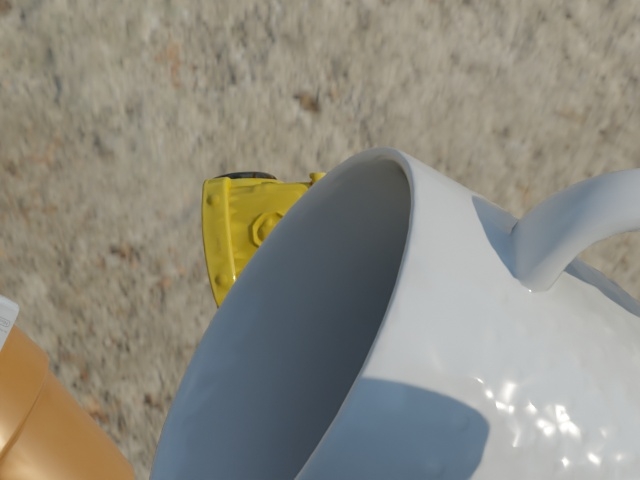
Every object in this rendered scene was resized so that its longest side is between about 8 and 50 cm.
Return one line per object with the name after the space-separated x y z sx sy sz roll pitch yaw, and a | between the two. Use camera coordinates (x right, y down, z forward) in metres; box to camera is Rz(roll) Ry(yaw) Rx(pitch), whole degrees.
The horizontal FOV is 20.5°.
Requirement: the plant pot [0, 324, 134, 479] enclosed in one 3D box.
-0.322 0.249 1.753 0.203 0.291 0.291 38 70 -14 | plant pot

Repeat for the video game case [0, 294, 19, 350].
-0.404 0.157 1.520 0.036 0.329 0.300 30 80 -36 | video game case

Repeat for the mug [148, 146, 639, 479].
0.133 0.110 1.030 0.328 0.374 0.276 30 30 -19 | mug

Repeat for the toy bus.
0.000 0.000 1.856 0.211 0.220 0.149 -11 79 16 | toy bus
